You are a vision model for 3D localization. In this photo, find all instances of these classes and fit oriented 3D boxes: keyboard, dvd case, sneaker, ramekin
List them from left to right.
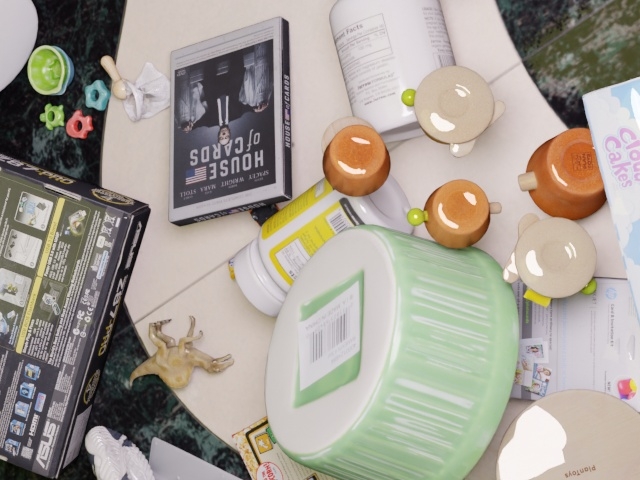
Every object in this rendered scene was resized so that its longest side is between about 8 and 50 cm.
[{"bbox_3d":[-0.278,0.375,1.878,0.153,0.094,0.235,-38,79,18],"label":"sneaker"},{"bbox_3d":[-0.129,0.331,1.843,0.256,0.014,0.072,20,102,34],"label":"keyboard"},{"bbox_3d":[-0.115,-0.149,1.802,0.179,0.029,0.238,-13,69,31],"label":"dvd case"},{"bbox_3d":[0.065,0.129,1.572,0.303,0.148,0.303,-39,40,44],"label":"ramekin"}]

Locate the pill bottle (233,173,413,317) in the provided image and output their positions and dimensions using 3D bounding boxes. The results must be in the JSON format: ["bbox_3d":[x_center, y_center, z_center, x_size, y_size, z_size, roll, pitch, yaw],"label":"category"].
[{"bbox_3d":[0.000,0.000,1.724,0.208,0.119,0.119,-35,75,28],"label":"pill bottle"}]

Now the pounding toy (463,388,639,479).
[{"bbox_3d":[0.255,0.254,1.573,0.237,0.110,0.183,11,80,6],"label":"pounding toy"}]

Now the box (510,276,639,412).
[{"bbox_3d":[0.277,0.111,1.605,0.186,0.038,0.145,2,95,33],"label":"box"}]

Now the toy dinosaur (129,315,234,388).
[{"bbox_3d":[-0.204,0.152,1.898,0.183,0.053,0.092,-11,88,32],"label":"toy dinosaur"}]

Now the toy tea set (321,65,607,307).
[{"bbox_3d":[0.167,-0.069,1.555,0.336,0.124,0.200,27,81,5],"label":"toy tea set"}]

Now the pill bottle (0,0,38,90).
[{"bbox_3d":[-0.594,-0.369,2.012,0.392,0.224,0.224,38,111,24],"label":"pill bottle"}]

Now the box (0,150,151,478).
[{"bbox_3d":[-0.438,0.089,1.954,0.318,0.097,0.395,19,103,7],"label":"box"}]

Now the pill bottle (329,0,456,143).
[{"bbox_3d":[0.081,-0.237,1.652,0.131,0.131,0.229,-17,83,31],"label":"pill bottle"}]

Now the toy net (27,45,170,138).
[{"bbox_3d":[-0.302,-0.194,1.943,0.232,0.045,0.122,12,99,31],"label":"toy net"}]

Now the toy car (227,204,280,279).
[{"bbox_3d":[-0.093,-0.011,1.821,0.122,0.060,0.040,-44,39,19],"label":"toy car"}]

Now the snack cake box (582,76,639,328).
[{"bbox_3d":[0.365,-0.034,1.475,0.089,0.152,0.264,-16,84,32],"label":"snack cake box"}]

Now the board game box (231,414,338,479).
[{"bbox_3d":[-0.003,0.265,1.783,0.193,0.045,0.146,-33,76,29],"label":"board game box"}]
